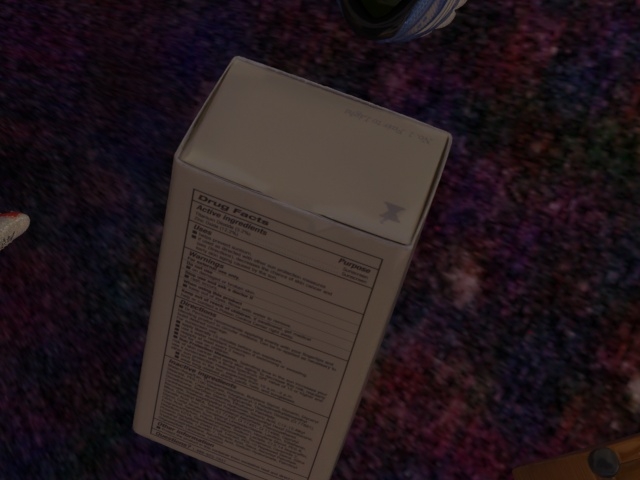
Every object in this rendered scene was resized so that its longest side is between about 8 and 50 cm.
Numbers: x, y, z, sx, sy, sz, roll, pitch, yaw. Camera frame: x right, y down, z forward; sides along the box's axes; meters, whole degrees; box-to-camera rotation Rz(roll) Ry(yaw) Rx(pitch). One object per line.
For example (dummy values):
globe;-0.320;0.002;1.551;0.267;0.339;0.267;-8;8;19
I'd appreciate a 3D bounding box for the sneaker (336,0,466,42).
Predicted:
sneaker;0.061;-0.294;1.054;0.130;0.147;0.330;5;111;14

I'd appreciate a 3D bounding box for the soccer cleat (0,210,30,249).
soccer cleat;-0.269;0.001;1.218;0.083;0.036;0.029;-23;132;-40

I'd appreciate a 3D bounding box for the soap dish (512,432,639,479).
soap dish;0.327;0.239;1.170;0.291;0.118;0.229;-12;64;-19

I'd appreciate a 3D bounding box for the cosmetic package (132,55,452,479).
cosmetic package;-0.029;0.039;1.037;0.160;0.113;0.309;21;138;3
